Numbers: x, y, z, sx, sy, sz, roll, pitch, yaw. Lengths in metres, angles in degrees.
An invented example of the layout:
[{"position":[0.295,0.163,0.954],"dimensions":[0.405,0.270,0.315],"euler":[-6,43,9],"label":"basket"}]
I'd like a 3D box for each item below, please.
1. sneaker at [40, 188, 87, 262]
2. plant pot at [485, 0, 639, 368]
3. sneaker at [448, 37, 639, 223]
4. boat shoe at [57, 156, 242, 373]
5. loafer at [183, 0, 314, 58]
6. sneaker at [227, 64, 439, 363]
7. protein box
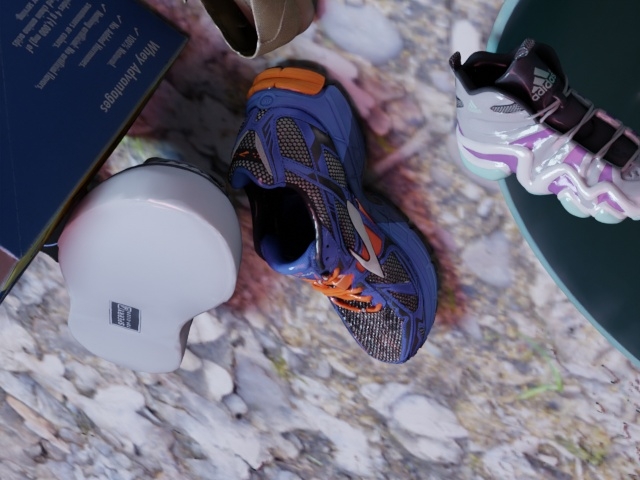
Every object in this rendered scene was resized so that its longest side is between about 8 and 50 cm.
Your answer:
[{"position":[-0.267,-0.051,1.371],"dimensions":[0.232,0.081,0.090],"euler":[21,137,14],"label":"sneaker"},{"position":[0.246,-0.083,0.789],"dimensions":[0.293,0.235,0.293],"euler":[25,145,19],"label":"plant pot"},{"position":[0.088,-0.046,0.733],"dimensions":[0.098,0.038,0.069],"euler":[15,142,31],"label":"sneaker"},{"position":[-0.098,-0.004,1.250],"dimensions":[0.108,0.102,0.301],"euler":[18,159,-1],"label":"boat shoe"},{"position":[-0.059,-0.160,1.102],"dimensions":[0.056,0.050,0.148],"euler":[-16,123,47],"label":"loafer"},{"position":[0.000,0.000,1.221],"dimensions":[0.083,0.087,0.221],"euler":[0,134,39],"label":"sneaker"},{"position":[-0.227,-0.084,1.193],"dimensions":[0.201,0.200,0.136],"euler":[36,145,-5],"label":"protein box"}]
